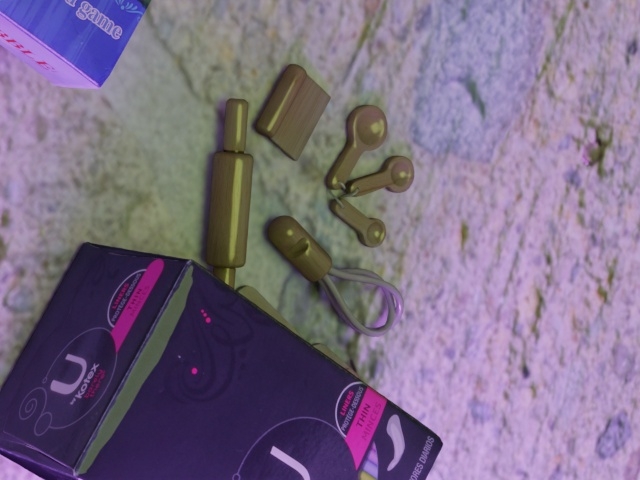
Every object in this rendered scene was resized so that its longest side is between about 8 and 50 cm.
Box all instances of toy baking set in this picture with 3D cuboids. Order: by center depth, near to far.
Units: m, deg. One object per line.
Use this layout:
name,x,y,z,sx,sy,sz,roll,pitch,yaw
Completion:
toy baking set,-0.005,-0.002,1.390,0.197,0.030,0.256,7,92,-38

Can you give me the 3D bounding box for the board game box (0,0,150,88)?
board game box,-0.187,-0.309,1.109,0.319,0.066,0.318,36,74,-35

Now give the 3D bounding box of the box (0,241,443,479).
box,-0.073,0.139,1.286,0.270,0.143,0.165,36,73,-34
